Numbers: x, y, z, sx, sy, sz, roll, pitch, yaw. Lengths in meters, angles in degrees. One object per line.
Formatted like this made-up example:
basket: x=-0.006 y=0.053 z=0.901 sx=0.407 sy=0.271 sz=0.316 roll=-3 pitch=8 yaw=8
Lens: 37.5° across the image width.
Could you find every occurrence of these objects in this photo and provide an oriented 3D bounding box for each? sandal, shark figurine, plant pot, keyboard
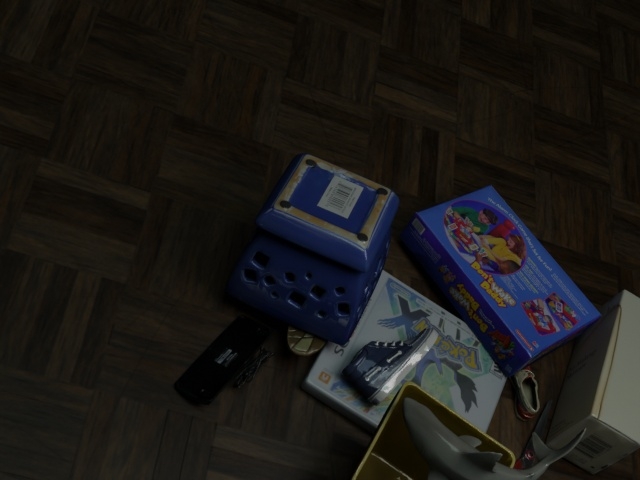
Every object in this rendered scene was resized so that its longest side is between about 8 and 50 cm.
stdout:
sandal: x=-0.022 y=0.142 z=1.662 sx=0.072 sy=0.049 sz=0.180 roll=14 pitch=39 yaw=-6
shark figurine: x=0.259 y=0.324 z=1.388 sx=0.278 sy=0.116 sz=0.166 roll=14 pitch=56 yaw=-14
plant pot: x=0.000 y=0.000 z=1.621 sx=0.236 sy=0.212 sz=0.236 roll=24 pitch=43 yaw=5
keyboard: x=-0.149 y=0.210 z=1.574 sx=0.100 sy=0.038 sz=0.192 roll=25 pitch=49 yaw=22
plant pot: x=0.142 y=0.389 z=1.481 sx=0.212 sy=0.187 sz=0.212 roll=35 pitch=52 yaw=0

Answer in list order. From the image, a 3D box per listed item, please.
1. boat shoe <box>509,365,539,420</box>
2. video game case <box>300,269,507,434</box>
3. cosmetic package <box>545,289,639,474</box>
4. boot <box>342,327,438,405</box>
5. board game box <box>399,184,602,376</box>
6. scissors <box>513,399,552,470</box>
boat shoe: x=0.384 y=0.268 z=1.764 sx=0.049 sy=0.043 sz=0.137 roll=13 pitch=53 yaw=-14
video game case: x=0.167 y=0.233 z=1.692 sx=0.329 sy=0.036 sz=0.300 roll=33 pitch=51 yaw=-2
cosmetic package: x=0.541 y=0.262 z=1.767 sx=0.113 sy=0.160 sz=0.309 roll=31 pitch=50 yaw=-2
boot: x=0.124 y=0.194 z=1.631 sx=0.086 sy=0.069 sz=0.190 roll=45 pitch=54 yaw=5
board game box: x=0.348 y=0.068 z=1.829 sx=0.233 sy=0.078 sz=0.347 roll=-20 pitch=64 yaw=-38
scissors: x=0.373 y=0.406 z=1.686 sx=0.109 sy=0.021 sz=0.297 roll=45 pitch=51 yaw=11
